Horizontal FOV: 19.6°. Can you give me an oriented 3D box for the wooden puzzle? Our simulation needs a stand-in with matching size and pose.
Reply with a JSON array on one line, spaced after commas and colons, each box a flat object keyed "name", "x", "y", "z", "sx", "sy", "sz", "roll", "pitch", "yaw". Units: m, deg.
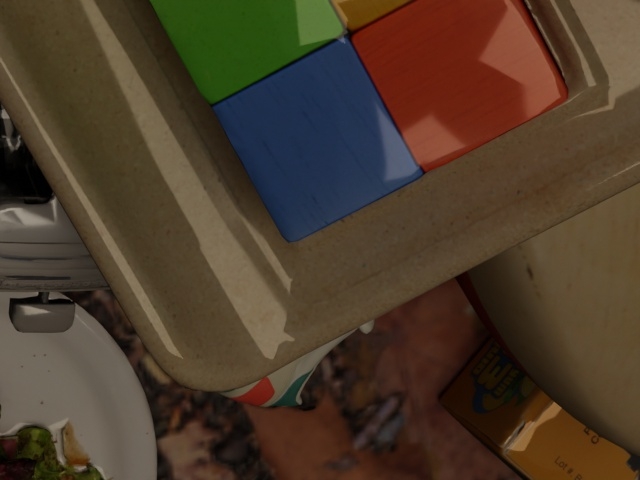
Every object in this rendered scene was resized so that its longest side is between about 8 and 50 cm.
[{"name": "wooden puzzle", "x": 0.034, "y": -0.160, "z": 0.529, "sx": 0.348, "sy": 0.080, "sz": 0.322, "roll": -28, "pitch": 98, "yaw": 6}]

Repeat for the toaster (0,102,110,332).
[{"name": "toaster", "x": -0.101, "y": -0.085, "z": 0.674, "sx": 0.129, "sy": 0.146, "sz": 0.227, "roll": 1, "pitch": 105, "yaw": -21}]

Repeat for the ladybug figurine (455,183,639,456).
[{"name": "ladybug figurine", "x": 0.134, "y": -0.128, "z": 0.718, "sx": 0.305, "sy": 0.162, "sz": 0.449, "roll": -6, "pitch": 103, "yaw": -41}]

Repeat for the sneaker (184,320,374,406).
[{"name": "sneaker", "x": 0.000, "y": 0.000, "z": 0.797, "sx": 0.075, "sy": 0.057, "sz": 0.161, "roll": 27, "pitch": 94, "yaw": -42}]

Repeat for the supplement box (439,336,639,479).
[{"name": "supplement box", "x": 0.165, "y": 0.124, "z": 0.877, "sx": 0.078, "sy": 0.080, "sz": 0.233, "roll": -48, "pitch": 117, "yaw": -3}]

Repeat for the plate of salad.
[{"name": "plate of salad", "x": -0.161, "y": 0.106, "z": 0.763, "sx": 0.200, "sy": 0.048, "sz": 0.200, "roll": -6, "pitch": 108, "yaw": -19}]
